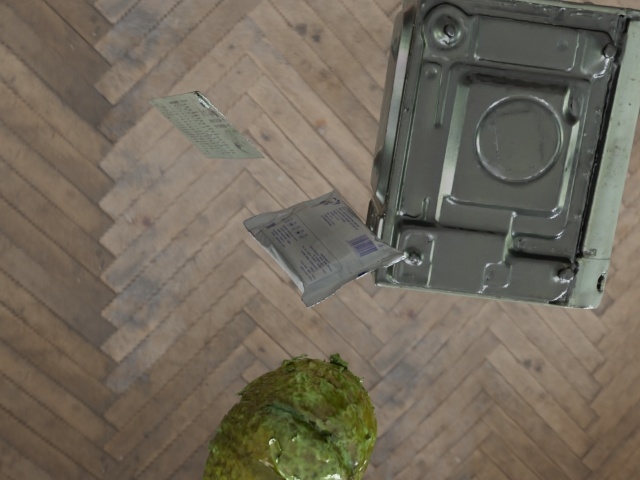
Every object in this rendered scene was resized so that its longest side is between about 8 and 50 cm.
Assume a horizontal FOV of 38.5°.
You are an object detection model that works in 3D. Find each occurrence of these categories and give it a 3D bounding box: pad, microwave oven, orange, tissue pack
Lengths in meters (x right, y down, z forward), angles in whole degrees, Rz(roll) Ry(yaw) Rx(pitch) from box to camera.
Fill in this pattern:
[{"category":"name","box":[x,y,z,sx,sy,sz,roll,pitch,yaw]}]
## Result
[{"category":"pad","box":[-0.204,-0.193,1.586,0.159,0.265,0.009,44,74,-24]},{"category":"microwave oven","box":[0.241,-0.130,1.241,0.333,0.247,0.394,6,103,-4]},{"category":"orange","box":[-0.049,0.307,1.327,0.223,0.300,0.301,26,128,10]},{"category":"tissue pack","box":[0.000,0.000,1.048,0.123,0.193,0.026,-26,125,-12]}]
